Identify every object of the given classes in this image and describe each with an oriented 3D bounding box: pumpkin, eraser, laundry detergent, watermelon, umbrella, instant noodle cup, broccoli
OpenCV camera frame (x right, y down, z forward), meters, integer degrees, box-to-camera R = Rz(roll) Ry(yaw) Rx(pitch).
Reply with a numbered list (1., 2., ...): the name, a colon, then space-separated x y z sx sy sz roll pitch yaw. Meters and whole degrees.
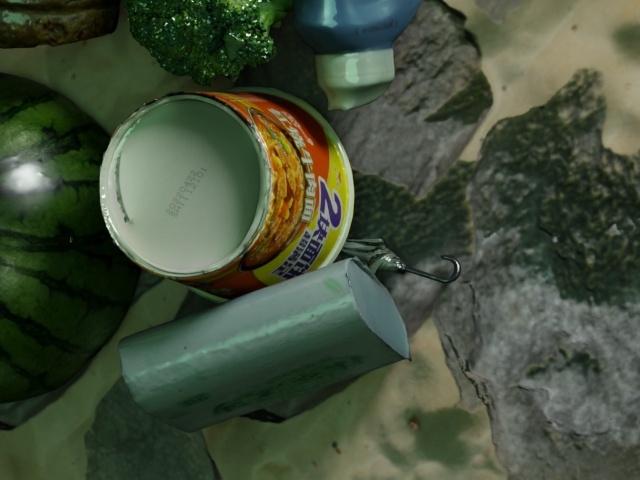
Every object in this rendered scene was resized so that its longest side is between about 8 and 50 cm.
1. pumpkin: -0.313 -0.250 1.736 0.248 0.126 0.131 6 110 27
2. eraser: -0.048 0.098 1.732 0.227 0.174 0.081 -21 65 12
3. laundry detergent: 0.023 -0.263 1.694 0.094 0.143 0.290 4 102 46
4. watermelon: -0.339 0.012 1.770 0.330 0.189 0.331 3 101 15
5. umbrella: -0.001 0.005 1.777 0.269 0.044 0.044 13 71 10
6. instant noodle cup: -0.094 -0.044 1.701 0.213 0.174 0.213 -1 88 18
7. broccoli: -0.102 -0.230 1.707 0.156 0.195 0.195 -9 96 -8
